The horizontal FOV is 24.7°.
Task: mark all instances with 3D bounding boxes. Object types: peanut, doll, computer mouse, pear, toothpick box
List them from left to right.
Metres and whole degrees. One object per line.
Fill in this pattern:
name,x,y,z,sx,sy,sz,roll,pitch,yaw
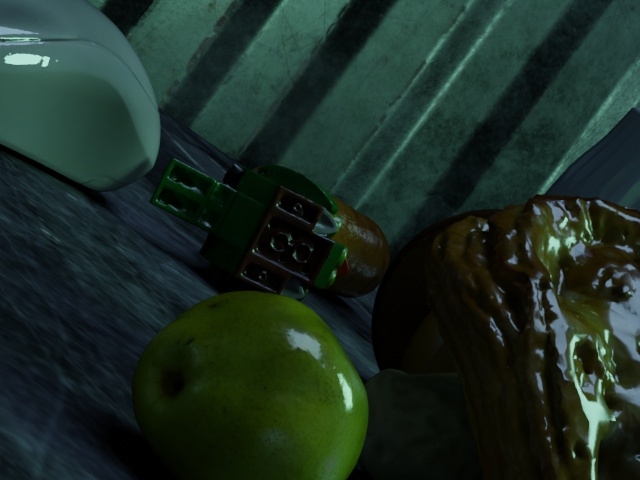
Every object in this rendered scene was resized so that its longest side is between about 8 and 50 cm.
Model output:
computer mouse,-0.222,-0.137,1.049,0.184,0.121,0.297,41,4,40
pear,-0.023,0.063,0.563,0.092,0.092,0.097,39,5,34
doll,-0.043,-0.006,1.157,0.134,0.106,0.186,25,1,14
toothpick box,0.132,0.082,1.081,0.192,0.192,0.294,36,8,-3
peanut,0.111,0.139,0.812,0.214,0.098,0.090,31,-11,-6

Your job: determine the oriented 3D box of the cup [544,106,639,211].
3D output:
cup,0.296,0.067,1.517,0.253,0.371,0.253,34,11,-8

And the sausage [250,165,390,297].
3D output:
sausage,0.001,-0.002,1.602,0.109,0.109,0.270,38,4,30

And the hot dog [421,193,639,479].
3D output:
hot dog,0.147,0.086,0.728,0.175,0.114,0.259,4,54,-26
